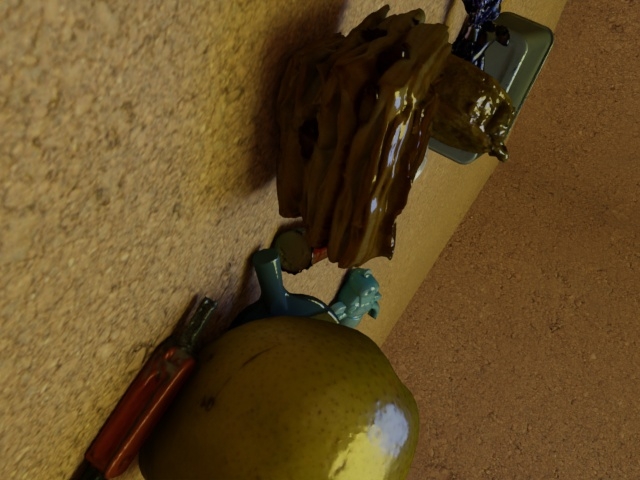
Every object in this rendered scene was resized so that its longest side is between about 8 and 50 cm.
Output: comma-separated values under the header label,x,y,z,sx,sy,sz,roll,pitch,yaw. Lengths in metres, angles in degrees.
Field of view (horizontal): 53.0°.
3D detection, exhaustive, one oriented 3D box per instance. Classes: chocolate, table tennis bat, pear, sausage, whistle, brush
label,x,y,z,sx,sy,sz,roll,pitch,yaw
chocolate,0.319,-0.422,1.324,0.126,0.148,0.343,-39,153,-37
table tennis bat,-0.068,0.154,1.105,0.044,0.215,0.329,-109,-170,-53
pear,-0.059,0.300,0.967,0.419,0.362,0.362,-23,154,-11
sausage,0.000,0.000,1.176,0.083,0.083,0.264,-66,165,17
whistle,0.087,0.173,1.741,0.186,0.093,0.273,-14,141,-33
brush,-0.232,0.218,0.873,0.323,0.051,0.070,-59,162,-8

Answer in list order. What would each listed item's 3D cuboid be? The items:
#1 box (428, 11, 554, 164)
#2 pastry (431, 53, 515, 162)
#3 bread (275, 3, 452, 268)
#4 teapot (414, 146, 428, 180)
label,x,y,z,sx,sy,sz,roll,pitch,yaw
box,0.430,-0.396,1.655,0.344,0.177,0.351,-35,151,-58
pastry,0.287,-0.276,1.307,0.132,0.235,0.240,-64,154,-1
bread,0.060,-0.166,0.881,0.370,0.192,0.314,-61,165,-51
teapot,0.158,-0.180,1.336,0.159,0.116,0.245,-33,153,-9
